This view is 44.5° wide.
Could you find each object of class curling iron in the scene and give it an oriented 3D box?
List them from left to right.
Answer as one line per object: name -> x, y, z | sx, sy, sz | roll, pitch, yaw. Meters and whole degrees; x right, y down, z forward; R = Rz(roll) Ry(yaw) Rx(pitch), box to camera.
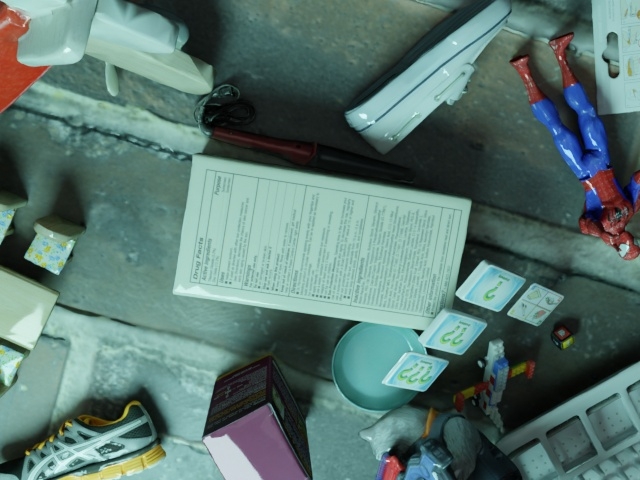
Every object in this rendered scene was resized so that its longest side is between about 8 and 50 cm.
curling iron -> -0.016, -0.116, 0.920 | 0.274, 0.035, 0.068 | 19, 96, -6

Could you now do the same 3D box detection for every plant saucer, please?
plant saucer -> 0.073, 0.152, 0.967 | 0.119, 0.021, 0.119 | -1, 98, -4

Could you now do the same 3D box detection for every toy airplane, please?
toy airplane -> -0.302, -0.231, 0.718 | 0.385, 0.386, 0.272 | -3, 71, -3

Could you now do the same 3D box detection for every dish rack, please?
dish rack -> 0.380, 0.327, 0.985 | 0.286, 0.072, 0.332 | -30, 98, 0

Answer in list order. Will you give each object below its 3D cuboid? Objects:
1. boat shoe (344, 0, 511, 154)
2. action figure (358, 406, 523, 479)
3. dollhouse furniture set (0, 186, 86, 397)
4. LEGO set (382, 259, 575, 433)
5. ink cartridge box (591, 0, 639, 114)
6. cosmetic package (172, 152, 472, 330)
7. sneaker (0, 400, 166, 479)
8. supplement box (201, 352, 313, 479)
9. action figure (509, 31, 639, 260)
boat shoe -> 0.134, -0.191, 0.907 | 0.226, 0.083, 0.076 | -37, 110, 13
action figure -> 0.181, 0.322, 0.897 | 0.330, 0.341, 0.178 | 40, 55, 17
dollhouse furniture set -> -0.417, 0.042, 0.851 | 0.242, 0.161, 0.212 | 26, 95, -6
LEGO set -> 0.209, 0.131, 0.904 | 0.244, 0.060, 0.182 | 21, 113, -44
ink cartridge box -> 0.422, -0.229, 0.941 | 0.179, 0.045, 0.145 | -4, 99, 15
cosmetic package -> 0.000, 0.000, 0.898 | 0.310, 0.113, 0.160 | 10, 97, -4
sneaker -> -0.296, 0.252, 0.934 | 0.215, 0.084, 0.083 | -13, 85, -5
supplement box -> -0.069, 0.212, 0.882 | 0.081, 0.188, 0.104 | -26, 98, 1
action figure -> 0.319, -0.095, 0.898 | 0.092, 0.139, 0.280 | -27, 101, 1
